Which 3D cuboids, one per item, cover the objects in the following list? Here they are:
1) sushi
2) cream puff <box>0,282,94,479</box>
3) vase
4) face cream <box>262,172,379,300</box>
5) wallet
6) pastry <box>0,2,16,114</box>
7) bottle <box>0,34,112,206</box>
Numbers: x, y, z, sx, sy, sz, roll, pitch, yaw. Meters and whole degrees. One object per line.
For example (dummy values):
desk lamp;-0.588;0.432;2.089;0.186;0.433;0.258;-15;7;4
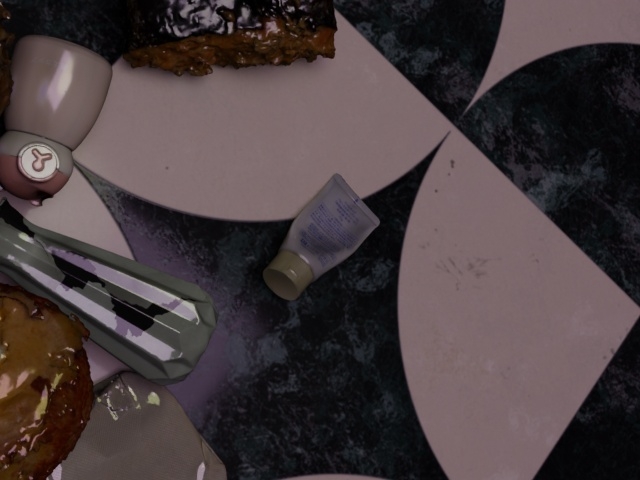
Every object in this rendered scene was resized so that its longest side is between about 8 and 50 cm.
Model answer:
sushi;-0.135;-0.365;1.944;0.349;0.234;0.207;-9;88;-18
cream puff;-0.474;0.219;1.728;0.351;0.228;0.350;1;65;-2
vase;-0.333;0.072;1.858;0.360;0.165;0.165;30;74;-12
face cream;0.000;0.000;2.058;0.114;0.070;0.224;48;57;-12
wallet;-0.312;0.356;1.884;0.335;0.068;0.274;-28;99;-29
pastry;-0.587;-0.198;1.678;0.292;0.337;0.405;40;71;-5
bottle;-0.405;-0.169;1.852;0.148;0.147;0.236;18;80;-20
